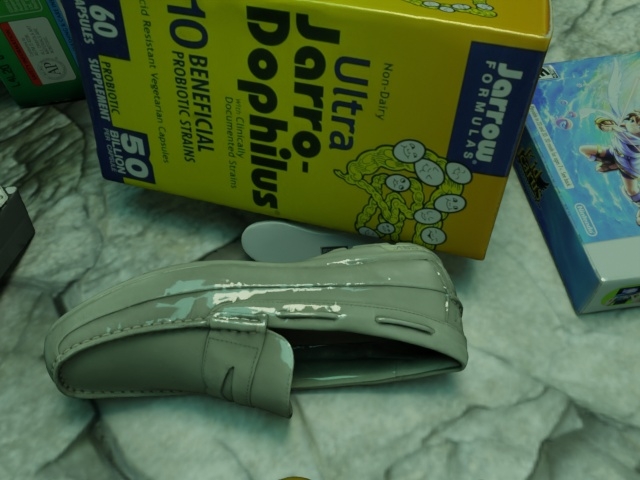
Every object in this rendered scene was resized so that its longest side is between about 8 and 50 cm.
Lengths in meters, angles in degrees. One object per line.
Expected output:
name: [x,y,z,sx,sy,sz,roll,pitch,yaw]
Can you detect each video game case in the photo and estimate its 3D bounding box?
video game case: [0.324,-0.074,0.558,0.244,0.061,0.270,-7,56,-4]

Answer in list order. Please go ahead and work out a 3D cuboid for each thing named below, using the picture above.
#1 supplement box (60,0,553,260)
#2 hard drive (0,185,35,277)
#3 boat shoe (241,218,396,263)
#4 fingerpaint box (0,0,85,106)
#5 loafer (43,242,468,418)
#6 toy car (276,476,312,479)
supplement box: [-0.005,-0.147,0.512,0.356,0.194,0.195,12,42,11]
hard drive: [-0.457,0.031,0.479,0.338,0.064,0.237,5,41,5]
boat shoe: [0.000,0.000,0.533,0.142,0.049,0.040,3,26,5]
fingerpaint box: [-0.324,-0.435,0.591,0.163,0.445,0.371,-10,57,-4]
loafer: [-0.044,0.078,0.438,0.319,0.112,0.112,-10,48,-5]
toy car: [0.020,0.231,0.330,0.136,0.159,0.182,16,52,-34]
